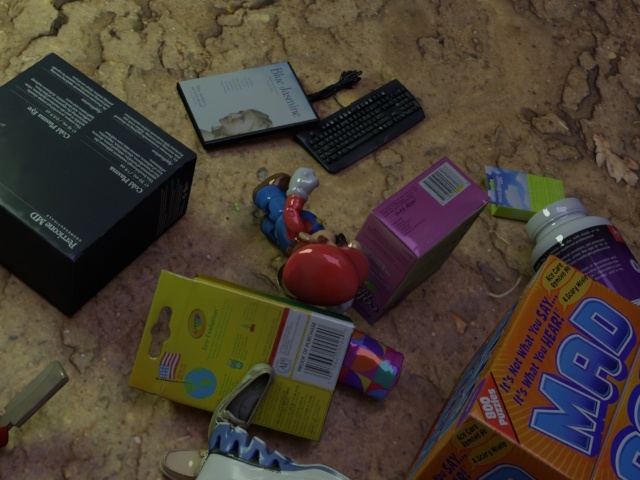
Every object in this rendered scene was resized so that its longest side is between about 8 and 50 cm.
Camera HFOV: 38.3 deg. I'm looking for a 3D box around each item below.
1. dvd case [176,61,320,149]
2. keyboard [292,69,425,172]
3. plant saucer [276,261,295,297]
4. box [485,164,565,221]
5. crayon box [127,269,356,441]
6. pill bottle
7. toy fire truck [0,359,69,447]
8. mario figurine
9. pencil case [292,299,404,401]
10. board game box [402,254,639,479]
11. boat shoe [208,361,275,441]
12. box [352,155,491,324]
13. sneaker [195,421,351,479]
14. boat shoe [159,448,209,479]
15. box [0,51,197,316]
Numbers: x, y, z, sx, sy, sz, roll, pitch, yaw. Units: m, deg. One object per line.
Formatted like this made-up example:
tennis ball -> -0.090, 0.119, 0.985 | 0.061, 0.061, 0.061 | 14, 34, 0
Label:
dvd case -> -0.148, -0.280, 1.891 | 0.253, 0.022, 0.180 | -14, 57, -20
keyboard -> 0.066, -0.275, 1.967 | 0.317, 0.033, 0.201 | -34, 70, -34
plant saucer -> -0.041, 0.075, 1.689 | 0.083, 0.015, 0.083 | 8, 53, -11
box -> 0.426, -0.093, 1.937 | 0.178, 0.042, 0.109 | 10, 52, -10
crayon box -> -0.125, 0.178, 1.480 | 0.318, 0.081, 0.202 | 18, 92, -5
pill bottle -> 0.519, 0.082, 1.750 | 0.181, 0.181, 0.323 | -10, 59, -23
toy fire truck -> -0.522, 0.224, 1.361 | 0.246, 0.158, 0.217 | -9, 57, -36
mario figurine -> 0.000, 0.000, 1.605 | 0.198, 0.170, 0.320 | 35, 10, -37
pencil case -> 0.025, 0.189, 1.578 | 0.236, 0.104, 0.104 | 26, 52, 5
board game box -> 0.371, 0.323, 1.403 | 0.356, 0.356, 0.356 | 32, 48, 7
boat shoe -> -0.122, 0.257, 1.419 | 0.056, 0.048, 0.153 | 39, 90, -5
box -> 0.158, 0.002, 1.656 | 0.117, 0.243, 0.213 | 45, 55, 13
sneaker -> -0.070, 0.392, 1.278 | 0.315, 0.127, 0.182 | 14, 58, 36
boat shoe -> -0.163, 0.348, 1.424 | 0.170, 0.059, 0.063 | 12, 53, -9
box -> -0.449, -0.104, 1.590 | 0.343, 0.179, 0.312 | 36, 52, 10
